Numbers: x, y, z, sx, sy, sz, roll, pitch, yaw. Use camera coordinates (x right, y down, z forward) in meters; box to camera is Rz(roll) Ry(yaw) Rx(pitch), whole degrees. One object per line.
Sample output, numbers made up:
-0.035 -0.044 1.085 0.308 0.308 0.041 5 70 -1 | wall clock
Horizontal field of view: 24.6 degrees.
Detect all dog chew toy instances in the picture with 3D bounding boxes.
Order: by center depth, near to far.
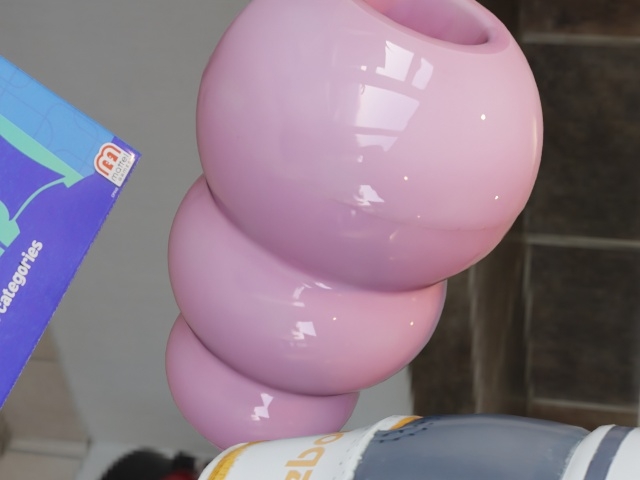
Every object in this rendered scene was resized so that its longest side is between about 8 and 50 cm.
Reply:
0.000 0.000 0.905 0.206 0.207 0.332 -59 173 -62 | dog chew toy

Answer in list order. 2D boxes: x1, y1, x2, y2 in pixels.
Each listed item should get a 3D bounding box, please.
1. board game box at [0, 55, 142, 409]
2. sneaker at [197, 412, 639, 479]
-0.173 -0.012 0.384 0.210 0.047 0.160 34 71 -26 | board game box
0.044 0.166 0.423 0.126 0.127 0.321 -60 149 -46 | sneaker
